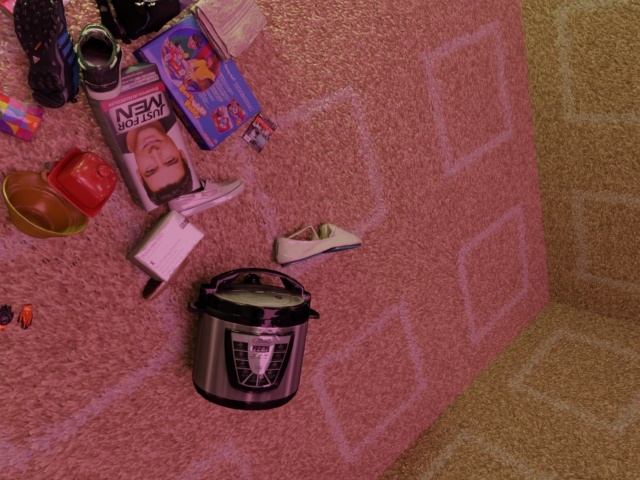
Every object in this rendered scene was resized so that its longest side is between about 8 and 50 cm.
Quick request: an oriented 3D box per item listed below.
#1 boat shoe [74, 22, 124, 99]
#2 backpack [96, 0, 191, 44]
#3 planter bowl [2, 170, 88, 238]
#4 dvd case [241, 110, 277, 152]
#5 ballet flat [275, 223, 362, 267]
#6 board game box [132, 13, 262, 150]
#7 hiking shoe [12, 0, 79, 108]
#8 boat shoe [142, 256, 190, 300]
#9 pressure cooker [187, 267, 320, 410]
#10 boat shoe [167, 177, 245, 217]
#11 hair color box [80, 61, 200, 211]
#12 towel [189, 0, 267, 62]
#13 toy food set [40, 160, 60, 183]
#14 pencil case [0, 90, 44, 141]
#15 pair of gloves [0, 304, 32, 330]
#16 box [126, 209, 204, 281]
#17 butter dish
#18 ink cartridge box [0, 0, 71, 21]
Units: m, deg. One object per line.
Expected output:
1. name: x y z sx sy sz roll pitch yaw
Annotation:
1. boat shoe: -0.557 -0.480 1.226 0.114 0.302 0.091 -15 145 -20
2. backpack: -0.475 -0.693 1.266 0.213 0.276 0.263 -39 115 -31
3. planter bowl: -0.734 -0.071 1.268 0.090 0.217 0.217 -42 131 20
4. dvd case: -0.212 -0.377 1.691 0.087 0.013 0.119 39 74 -37
5. ballet flat: 0.000 0.000 1.881 0.400 0.139 0.139 -14 108 -35
6. board game box: -0.368 -0.488 1.501 0.233 0.078 0.347 -46 124 -21
7. hiking shoe: -0.673 -0.491 1.211 0.113 0.132 0.304 9 115 -3
8. boat shoe: -0.485 0.122 1.556 0.190 0.068 0.072 -53 138 -17
9. pressure cooker: -0.230 0.298 1.608 0.370 0.376 0.420 -2 102 -64
10. boat shoe: -0.369 -0.158 1.569 0.268 0.096 0.088 -26 116 -24
11. hair color box: -0.502 -0.292 1.388 0.185 0.114 0.374 -32 126 -28
12. towel: -0.272 -0.691 1.492 0.187 0.049 0.282 54 44 -35
13. toy food set: -0.711 -0.176 1.313 0.083 0.020 0.082 42 37 -39
14. pencil case: -0.808 -0.333 1.178 0.236 0.104 0.104 29 82 -39
15. pair of gloves: -0.837 0.211 1.330 0.083 0.010 0.074 6 98 -36
16. box: -0.467 0.018 1.453 0.119 0.182 0.181 42 70 -21
17. butter dish: -0.619 -0.172 1.321 0.160 0.118 0.160 50 35 -33
18. ink cartridge box: -0.715 -0.595 1.217 0.099 0.056 0.135 45 73 -35
